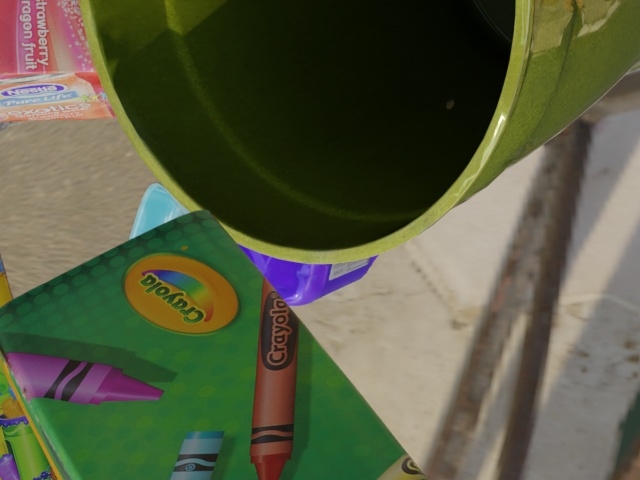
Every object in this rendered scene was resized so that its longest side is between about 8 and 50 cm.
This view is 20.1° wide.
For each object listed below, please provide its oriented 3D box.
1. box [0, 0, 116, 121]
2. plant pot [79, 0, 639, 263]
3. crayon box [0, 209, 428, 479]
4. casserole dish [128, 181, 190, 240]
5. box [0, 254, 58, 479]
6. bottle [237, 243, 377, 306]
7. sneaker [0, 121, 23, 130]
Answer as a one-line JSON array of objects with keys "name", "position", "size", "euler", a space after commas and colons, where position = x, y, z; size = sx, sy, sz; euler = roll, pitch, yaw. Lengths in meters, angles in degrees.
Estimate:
[{"name": "box", "position": [-0.237, -0.258, 1.493], "size": [0.154, 0.142, 0.300], "euler": [-2, 78, -15]}, {"name": "plant pot", "position": [0.084, -0.199, 1.244], "size": [0.353, 0.366, 0.366], "euler": [-18, 95, -49]}, {"name": "crayon box", "position": [0.000, 0.147, 0.566], "size": [0.081, 0.165, 0.278], "euler": [-28, 129, -12]}, {"name": "casserole dish", "position": [-0.119, 0.042, 1.438], "size": [0.037, 0.114, 0.188], "euler": [-1, 124, -34]}, {"name": "box", "position": [-0.401, 0.171, 1.661], "size": [0.290, 0.177, 0.279], "euler": [-15, 69, -10]}, {"name": "bottle", "position": [0.000, 0.000, 1.918], "size": [0.118, 0.283, 0.092], "euler": [18, 105, 20]}, {"name": "sneaker", "position": [-0.372, -0.132, 1.746], "size": [0.169, 0.447, 0.257], "euler": [10, 75, 2]}]
